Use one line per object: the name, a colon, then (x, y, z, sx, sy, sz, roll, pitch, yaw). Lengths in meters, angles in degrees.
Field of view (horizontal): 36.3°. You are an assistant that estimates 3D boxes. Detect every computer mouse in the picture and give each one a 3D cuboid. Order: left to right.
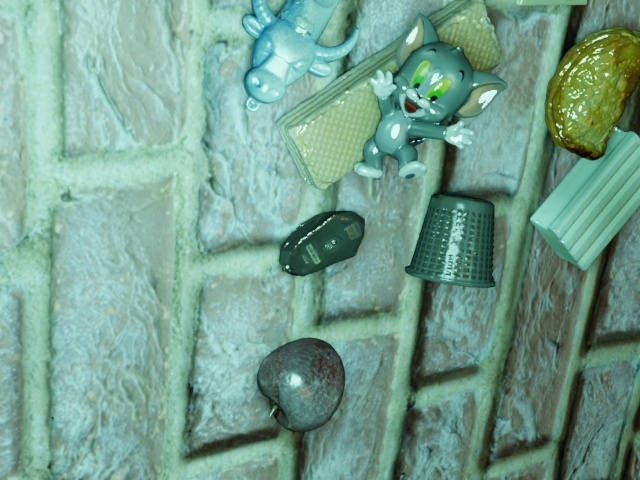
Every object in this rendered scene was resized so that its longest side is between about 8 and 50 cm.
computer mouse: (0.000, 0.000, 1.723, 0.172, 0.057, 0.099, -30, 126, -4)

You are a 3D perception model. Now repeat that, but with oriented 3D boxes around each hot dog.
hot dog: (0.529, -0.291, 1.887, 0.175, 0.114, 0.259, 19, 98, -32)

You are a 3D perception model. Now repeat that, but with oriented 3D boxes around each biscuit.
biscuit: (0.126, -0.260, 1.667, 0.426, 0.078, 0.144, -35, 124, -14)

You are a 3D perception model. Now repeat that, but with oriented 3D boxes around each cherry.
cherry: (-0.028, 0.262, 1.768, 0.176, 0.140, 0.176, -5, 99, -33)

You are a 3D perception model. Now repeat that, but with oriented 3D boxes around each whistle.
whistle: (-0.042, -0.319, 1.527, 0.180, 0.093, 0.269, 29, 93, -12)

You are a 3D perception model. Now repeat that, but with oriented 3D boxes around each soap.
soap: (0.572, -0.089, 2.017, 0.265, 0.087, 0.160, -50, 128, -3)

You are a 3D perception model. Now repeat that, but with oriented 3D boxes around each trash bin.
trash bin: (0.254, -0.005, 1.822, 0.175, 0.175, 0.161, 6, 95, -34)

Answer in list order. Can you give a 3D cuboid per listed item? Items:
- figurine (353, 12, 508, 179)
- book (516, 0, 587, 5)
figurine: (0.166, -0.200, 1.583, 0.140, 0.193, 0.265, -39, 159, -56)
book: (0.438, -0.544, 1.769, 0.162, 0.022, 0.232, -7, 115, -27)
